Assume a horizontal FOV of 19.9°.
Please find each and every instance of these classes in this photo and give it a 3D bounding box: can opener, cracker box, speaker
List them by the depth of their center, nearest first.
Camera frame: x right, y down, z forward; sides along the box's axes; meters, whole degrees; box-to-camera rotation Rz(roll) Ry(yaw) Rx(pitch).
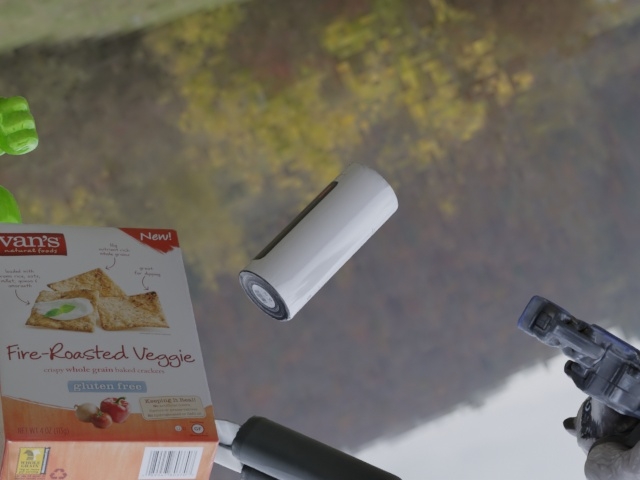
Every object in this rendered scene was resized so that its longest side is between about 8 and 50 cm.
[{"bbox_3d":[-0.174,0.086,1.386,0.155,0.232,0.067,2,131,-17],"label":"cracker box"},{"bbox_3d":[0.000,0.000,1.442,0.136,0.055,0.055,-45,-171,-23],"label":"speaker"},{"bbox_3d":[-0.054,0.199,1.563,0.280,0.074,0.093,16,-125,27],"label":"can opener"}]

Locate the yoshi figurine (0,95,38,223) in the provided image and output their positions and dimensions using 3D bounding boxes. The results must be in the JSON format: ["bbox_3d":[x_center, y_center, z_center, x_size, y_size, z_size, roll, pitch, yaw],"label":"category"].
[{"bbox_3d":[-0.341,-0.073,1.568,0.203,0.362,0.203,15,-151,42],"label":"yoshi figurine"}]

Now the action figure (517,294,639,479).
[{"bbox_3d":[0.261,0.195,1.399,0.178,0.341,0.330,-54,-156,12],"label":"action figure"}]
